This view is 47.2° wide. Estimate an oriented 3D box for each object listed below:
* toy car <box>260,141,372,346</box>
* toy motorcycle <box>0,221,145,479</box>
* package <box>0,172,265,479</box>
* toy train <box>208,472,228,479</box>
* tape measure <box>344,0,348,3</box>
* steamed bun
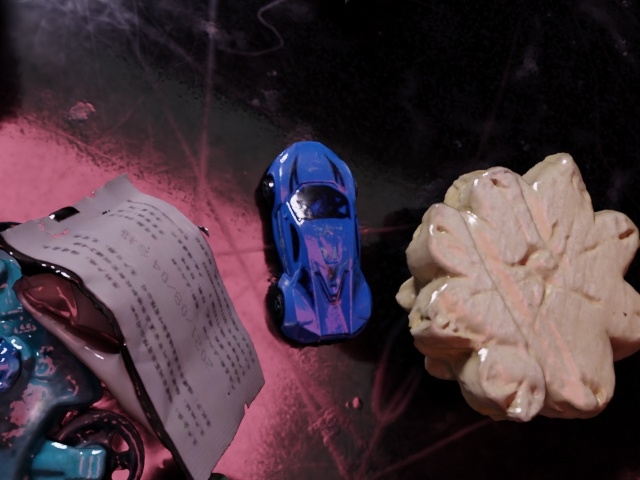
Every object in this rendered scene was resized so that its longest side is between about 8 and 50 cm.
[{"bbox_3d":[0.000,0.000,0.755,0.103,0.063,0.216,-3,81,-20],"label":"toy car"},{"bbox_3d":[-0.274,0.120,0.591,0.206,0.154,0.260,-23,82,-12],"label":"toy motorcycle"},{"bbox_3d":[-0.136,0.062,0.631,0.062,0.204,0.250,-33,97,22],"label":"package"},{"bbox_3d":[-0.080,0.352,0.590,0.238,0.167,0.298,-23,87,-33],"label":"toy train"},{"bbox_3d":[-0.042,-0.429,0.812,0.330,0.084,0.164,44,67,-8],"label":"tape measure"},{"bbox_3d":[0.216,0.054,0.787,0.292,0.137,0.295,14,69,-16],"label":"steamed bun"}]
